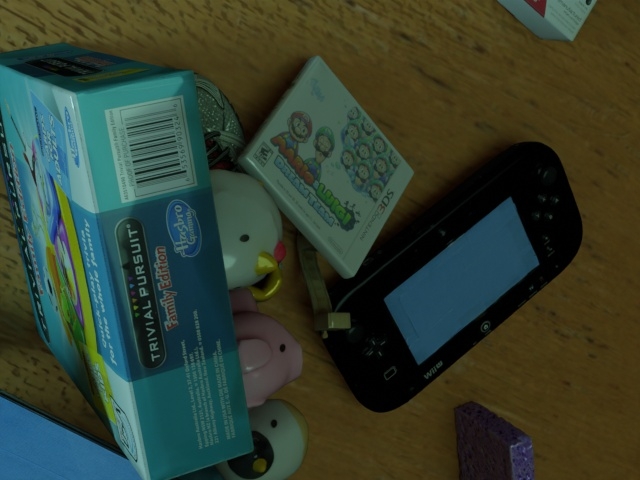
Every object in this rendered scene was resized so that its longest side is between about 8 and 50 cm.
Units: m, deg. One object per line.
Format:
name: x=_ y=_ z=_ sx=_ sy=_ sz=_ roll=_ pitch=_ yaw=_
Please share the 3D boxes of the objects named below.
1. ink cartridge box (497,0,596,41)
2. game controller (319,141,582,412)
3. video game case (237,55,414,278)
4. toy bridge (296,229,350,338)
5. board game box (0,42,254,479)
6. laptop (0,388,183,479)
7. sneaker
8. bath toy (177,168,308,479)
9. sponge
ink cartridge box: x=0.244 y=-0.286 z=1.094 sx=0.099 sy=0.056 sz=0.135 roll=32 pitch=87 yaw=-29
game controller: x=0.142 y=0.038 z=1.117 sx=0.319 sy=0.067 sz=0.166 roll=-38 pitch=116 yaw=-13
video game case: x=0.010 y=-0.068 z=0.996 sx=0.157 sy=0.019 sz=0.143 roll=48 pitch=54 yaw=-23
toy bridge: x=0.000 y=0.000 z=1.032 sx=0.026 sy=0.063 sz=0.188 roll=3 pitch=80 yaw=-28
board game box: x=-0.165 y=-0.007 z=0.799 sx=0.079 sy=0.336 sz=0.253 roll=-15 pitch=108 yaw=-23
laptop: x=-0.297 y=0.305 z=0.796 sx=0.382 sy=0.236 sz=0.408 roll=35 pitch=77 yaw=-28
sneaker: x=-0.083 y=-0.045 z=0.970 sx=0.088 sy=0.093 sz=0.225 roll=-28 pitch=112 yaw=-18
bath toy: x=-0.082 y=0.111 z=0.924 sx=0.151 sy=0.129 sz=0.348 roll=5 pitch=119 yaw=1
sponge: x=0.193 y=0.291 z=1.174 sx=0.031 sy=0.117 sz=0.210 roll=-13 pitch=108 yaw=-21
